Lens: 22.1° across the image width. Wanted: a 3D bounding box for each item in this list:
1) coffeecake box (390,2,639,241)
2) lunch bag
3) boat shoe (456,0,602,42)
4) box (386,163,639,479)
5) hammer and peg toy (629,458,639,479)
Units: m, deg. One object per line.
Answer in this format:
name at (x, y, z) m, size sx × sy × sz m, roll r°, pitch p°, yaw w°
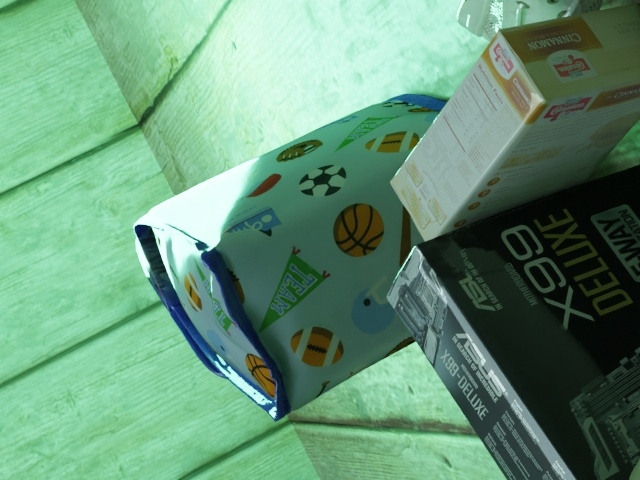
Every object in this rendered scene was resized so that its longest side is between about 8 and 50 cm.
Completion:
coffeecake box at (0.158, -0.085, 1.228) m, size 0.068 × 0.142 × 0.185 m, roll 60°, pitch 143°, yaw 21°
lunch bag at (0.000, 0.000, 1.723) m, size 0.385 × 0.328 × 0.239 m, roll 25°, pitch 139°, yaw 66°
boat shoe at (0.171, -0.201, 1.216) m, size 0.096 × 0.098 × 0.277 m, roll 39°, pitch 173°, yaw 6°
box at (0.231, 0.105, 1.223) m, size 0.307 × 0.242 × 0.076 m, roll 58°, pitch 146°, yaw 23°
hammer and peg toy at (0.320, 0.108, 0.951) m, size 0.361 × 0.266 × 0.127 m, roll 90°, pitch 172°, yaw -64°
